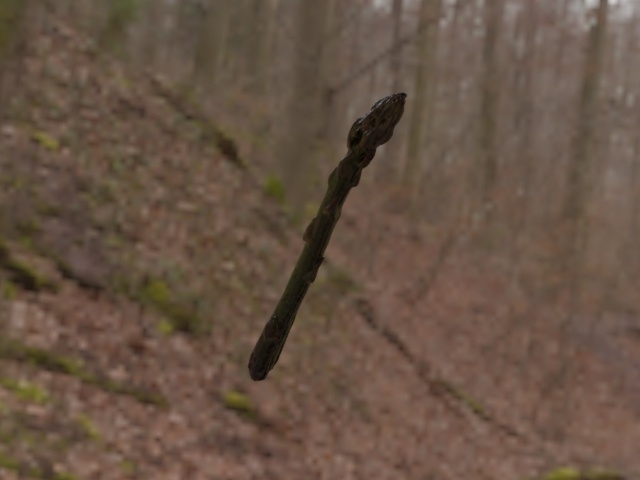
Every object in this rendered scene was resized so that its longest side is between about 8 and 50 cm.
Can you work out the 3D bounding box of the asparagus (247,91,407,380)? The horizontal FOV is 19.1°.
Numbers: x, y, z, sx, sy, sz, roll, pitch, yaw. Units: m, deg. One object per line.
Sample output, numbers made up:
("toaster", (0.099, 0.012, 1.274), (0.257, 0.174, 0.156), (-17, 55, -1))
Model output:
("asparagus", (0.000, 0.000, 1.033), (0.023, 0.022, 0.233), (0, -40, -25))
